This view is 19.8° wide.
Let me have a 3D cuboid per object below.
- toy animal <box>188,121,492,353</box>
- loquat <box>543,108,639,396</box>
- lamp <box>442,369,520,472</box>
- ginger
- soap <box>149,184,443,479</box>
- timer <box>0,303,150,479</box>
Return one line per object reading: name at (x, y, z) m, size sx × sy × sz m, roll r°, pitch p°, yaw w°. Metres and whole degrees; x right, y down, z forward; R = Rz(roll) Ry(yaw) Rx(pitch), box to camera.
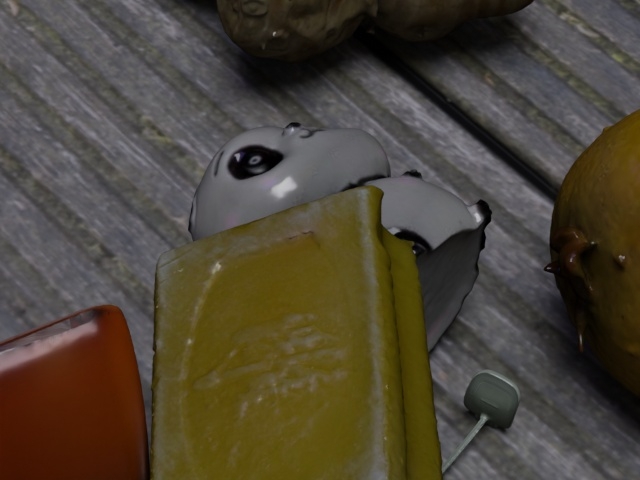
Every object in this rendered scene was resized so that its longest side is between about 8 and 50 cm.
toy animal at (0.005, -0.005, 1.523) m, size 0.235 × 0.165 × 0.187 m, roll 36°, pitch 32°, yaw 20°
loquat at (0.310, 0.007, 1.487) m, size 0.275 × 0.275 × 0.274 m, roll 3°, pitch 50°, yaw -4°
lamp at (0.090, 0.187, 1.452) m, size 0.050 × 0.056 × 0.198 m, roll 32°, pitch 57°, yaw 15°
ginger at (0.029, -0.276, 1.753) m, size 0.375 × 0.176 × 0.256 m, roll 0°, pitch 35°, yaw -7°
soap at (-0.023, 0.114, 1.288) m, size 0.199 × 0.091 × 0.315 m, roll -19°, pitch 40°, yaw 16°
timer at (-0.250, 0.168, 1.295) m, size 0.257 × 0.250 × 0.161 m, roll -22°, pitch 56°, yaw -23°
